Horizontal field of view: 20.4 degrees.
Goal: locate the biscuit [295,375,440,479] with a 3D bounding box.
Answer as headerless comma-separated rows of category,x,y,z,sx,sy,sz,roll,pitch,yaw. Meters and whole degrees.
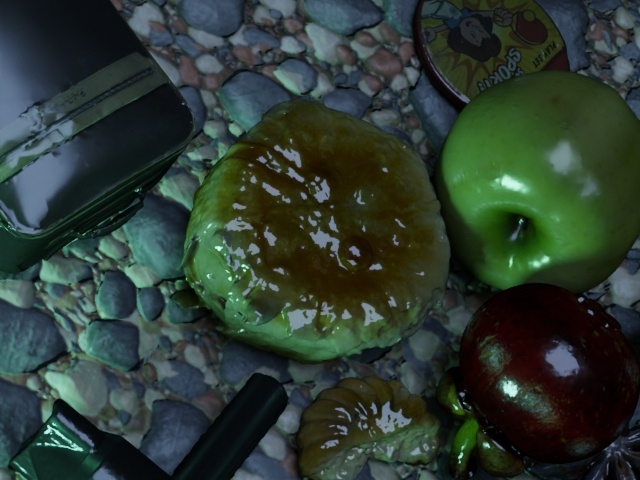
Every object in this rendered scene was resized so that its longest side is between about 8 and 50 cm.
biscuit,0.051,0.208,2.022,0.183,0.061,0.118,-11,73,-25

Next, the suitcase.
suitcase,-0.343,-0.191,1.938,0.283,0.194,0.434,-35,87,-29

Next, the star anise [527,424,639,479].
star anise,0.349,0.264,2.114,0.204,0.061,0.180,-30,65,-29

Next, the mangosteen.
mangosteen,0.236,0.174,2.020,0.215,0.215,0.257,40,105,-4

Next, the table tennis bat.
table tennis bat,0.249,-0.216,2.282,0.310,0.038,0.200,43,62,1

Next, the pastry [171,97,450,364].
pastry,0.000,0.000,2.035,0.329,0.136,0.330,9,66,-20

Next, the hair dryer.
hair dryer,-0.162,0.219,1.918,0.244,0.116,0.302,43,50,-3

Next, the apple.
apple,0.269,-0.072,2.110,0.279,0.279,0.279,8,68,-20
